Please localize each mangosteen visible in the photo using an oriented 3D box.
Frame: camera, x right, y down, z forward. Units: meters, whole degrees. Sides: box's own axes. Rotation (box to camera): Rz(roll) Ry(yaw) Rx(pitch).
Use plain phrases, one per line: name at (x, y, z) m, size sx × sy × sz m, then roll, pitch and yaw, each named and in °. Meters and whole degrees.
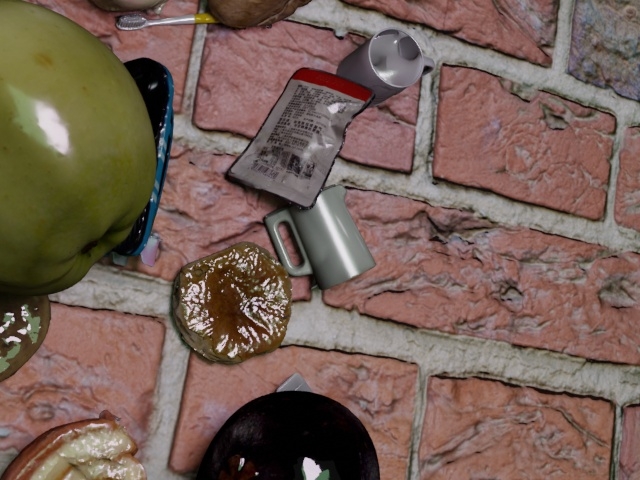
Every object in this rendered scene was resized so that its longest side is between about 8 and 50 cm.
mangosteen at (-0.025, 0.354, 1.299) m, size 0.302 × 0.275 × 0.275 m, roll 26°, pitch 69°, yaw -55°

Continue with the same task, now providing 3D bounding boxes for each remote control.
remote control at (-0.005, 0.289, 1.423) m, size 0.050 × 0.027 × 0.184 m, roll -39°, pitch 103°, yaw -22°

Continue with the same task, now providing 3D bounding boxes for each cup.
cup at (0.111, -0.272, 1.496) m, size 0.136 × 0.133 × 0.099 m, roll 24°, pitch 72°, yaw -19°

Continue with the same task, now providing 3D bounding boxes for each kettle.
kettle at (0.004, -0.002, 1.442) m, size 0.098 × 0.127 × 0.148 m, roll -26°, pitch 91°, yaw -57°

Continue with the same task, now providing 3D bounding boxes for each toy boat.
toy boat at (-0.267, -0.114, 1.335) m, size 0.092 × 0.134 × 0.299 m, roll 30°, pitch 64°, yaw -56°

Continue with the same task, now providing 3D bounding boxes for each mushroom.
mushroom at (-0.051, -0.453, 1.431) m, size 0.156 × 0.151 × 0.285 m, roll 45°, pitch 63°, yaw -9°

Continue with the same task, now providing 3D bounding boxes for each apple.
apple at (-0.378, -0.115, 1.142) m, size 0.357 × 0.357 × 0.357 m, roll 4°, pitch 81°, yaw -23°

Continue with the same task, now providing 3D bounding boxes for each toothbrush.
toothbrush at (-0.179, -0.352, 1.441) m, size 0.288 × 0.024 × 0.021 m, roll -10°, pitch 83°, yaw -25°

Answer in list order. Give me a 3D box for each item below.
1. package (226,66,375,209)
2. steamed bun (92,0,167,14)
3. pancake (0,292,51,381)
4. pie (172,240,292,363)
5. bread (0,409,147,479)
package at (-0.028, -0.167, 1.433) m, size 0.154 × 0.030 × 0.239 m, roll 23°, pitch 71°, yaw 21°
steamed bun at (-0.250, -0.435, 1.351) m, size 0.152 × 0.170 × 0.238 m, roll 44°, pitch 70°, yaw -28°
pancake at (-0.486, 0.090, 1.228) m, size 0.242 × 0.050 × 0.242 m, roll 4°, pitch 80°, yaw -24°
pie at (-0.127, 0.098, 1.386) m, size 0.195 × 0.046 × 0.195 m, roll 3°, pitch 82°, yaw -24°
bread at (-0.331, 0.341, 1.220) m, size 0.190 × 0.123 × 0.244 m, roll 34°, pitch 69°, yaw -14°
